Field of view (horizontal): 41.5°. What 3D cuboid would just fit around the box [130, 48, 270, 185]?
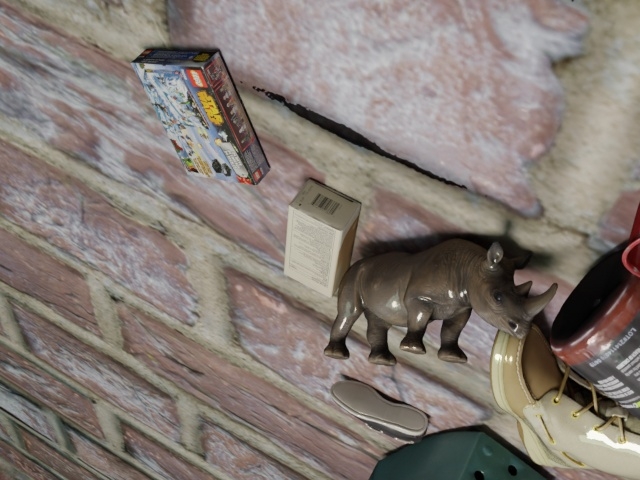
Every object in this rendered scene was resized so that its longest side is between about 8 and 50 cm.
[{"bbox_3d":[-0.112,-0.116,0.802,0.094,0.027,0.137,12,140,35],"label":"box"}]

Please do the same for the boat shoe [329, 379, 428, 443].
[{"bbox_3d":[0.069,0.209,1.022,0.125,0.046,0.038,18,138,13],"label":"boat shoe"}]

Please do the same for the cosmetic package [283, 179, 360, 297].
[{"bbox_3d":[0.000,0.000,0.829,0.060,0.041,0.115,28,146,13],"label":"cosmetic package"}]

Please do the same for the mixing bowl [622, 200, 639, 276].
[{"bbox_3d":[0.262,-0.036,0.467,0.182,0.098,0.181,5,163,2],"label":"mixing bowl"}]

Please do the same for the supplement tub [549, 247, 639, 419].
[{"bbox_3d":[0.281,0.101,0.639,0.198,0.106,0.106,37,147,-2],"label":"supplement tub"}]

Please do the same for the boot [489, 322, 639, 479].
[{"bbox_3d":[0.250,0.149,0.753,0.165,0.077,0.213,6,141,39],"label":"boot"}]

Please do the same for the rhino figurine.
[{"bbox_3d":[0.102,0.052,0.750,0.073,0.106,0.243,21,158,-37],"label":"rhino figurine"}]

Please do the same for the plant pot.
[{"bbox_3d":[0.154,0.333,1.000,0.165,0.165,0.234,37,139,0],"label":"plant pot"}]
